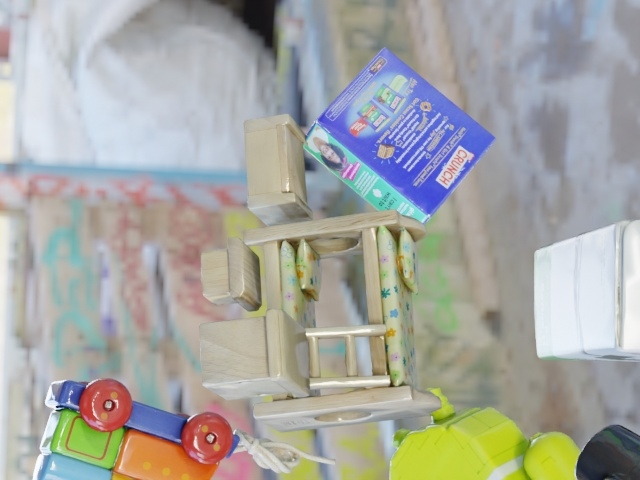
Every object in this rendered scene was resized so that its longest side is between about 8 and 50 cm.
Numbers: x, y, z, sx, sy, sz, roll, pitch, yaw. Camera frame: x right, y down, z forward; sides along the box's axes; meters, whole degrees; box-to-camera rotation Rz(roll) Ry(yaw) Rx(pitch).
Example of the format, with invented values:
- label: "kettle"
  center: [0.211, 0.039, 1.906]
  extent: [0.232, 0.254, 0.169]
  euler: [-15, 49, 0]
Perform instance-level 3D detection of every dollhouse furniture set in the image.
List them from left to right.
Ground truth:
- label: "dollhouse furniture set"
  center: [0.000, 0.000, 1.007]
  extent: [0.161, 0.101, 0.182]
  euler: [46, -142, -70]

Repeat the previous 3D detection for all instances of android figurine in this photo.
- label: "android figurine"
  center: [0.142, 0.237, 1.384]
  extent: [0.273, 0.056, 0.248]
  euler: [53, 143, 24]

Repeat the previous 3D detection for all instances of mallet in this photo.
- label: "mallet"
  center: [0.108, 0.124, 0.812]
  extent: [0.062, 0.189, 0.039]
  euler: [32, 114, 31]

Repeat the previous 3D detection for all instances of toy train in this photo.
- label: "toy train"
  center: [-0.115, 0.209, 1.479]
  extent: [0.105, 0.248, 0.143]
  euler: [-15, 56, 69]

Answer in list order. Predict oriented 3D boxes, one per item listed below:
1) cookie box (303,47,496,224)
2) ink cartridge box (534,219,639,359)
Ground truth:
- label: "cookie box"
  center: [0.057, -0.071, 1.322]
  extent: [0.092, 0.107, 0.040]
  euler: [-48, -4, -29]
- label: "ink cartridge box"
  center: [0.242, 0.038, 1.236]
  extent: [0.208, 0.153, 0.087]
  euler: [142, 130, -82]
